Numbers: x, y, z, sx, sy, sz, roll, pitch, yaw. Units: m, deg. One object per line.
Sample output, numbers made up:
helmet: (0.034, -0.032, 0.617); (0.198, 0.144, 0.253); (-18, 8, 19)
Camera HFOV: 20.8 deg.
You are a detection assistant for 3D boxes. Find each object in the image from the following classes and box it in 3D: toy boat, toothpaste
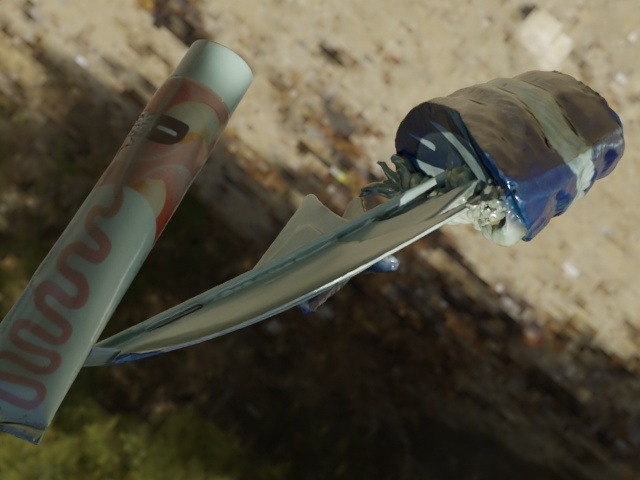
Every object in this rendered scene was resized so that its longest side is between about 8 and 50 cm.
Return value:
toy boat: (0.010, -0.009, 0.854); (0.070, 0.292, 0.210); (66, -163, -8)
toothpaste: (-0.093, -0.002, 0.774); (0.056, 0.205, 0.036); (13, 151, 33)
